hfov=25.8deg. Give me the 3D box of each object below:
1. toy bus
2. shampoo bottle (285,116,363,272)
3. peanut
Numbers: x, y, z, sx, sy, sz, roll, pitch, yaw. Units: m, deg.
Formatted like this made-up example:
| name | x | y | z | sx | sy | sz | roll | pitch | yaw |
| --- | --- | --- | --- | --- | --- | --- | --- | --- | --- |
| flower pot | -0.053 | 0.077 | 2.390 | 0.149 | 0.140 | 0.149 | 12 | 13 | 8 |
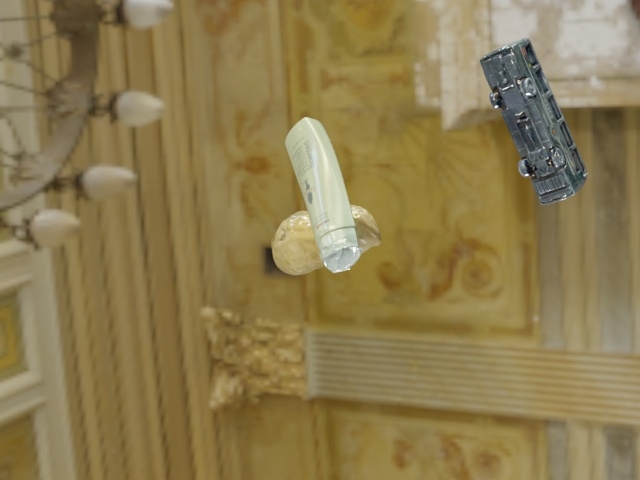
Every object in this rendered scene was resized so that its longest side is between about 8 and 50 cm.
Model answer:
| name | x | y | z | sx | sy | sz | roll | pitch | yaw |
| --- | --- | --- | --- | --- | --- | --- | --- | --- | --- |
| toy bus | 0.218 | -0.122 | 1.417 | 0.065 | 0.047 | 0.166 | -35 | -77 | -52 |
| shampoo bottle | 0.004 | -0.060 | 1.797 | 0.049 | 0.072 | 0.212 | 11 | -133 | -36 |
| peanut | 0.000 | 0.000 | 1.967 | 0.099 | 0.214 | 0.099 | 5 | -97 | -41 |
